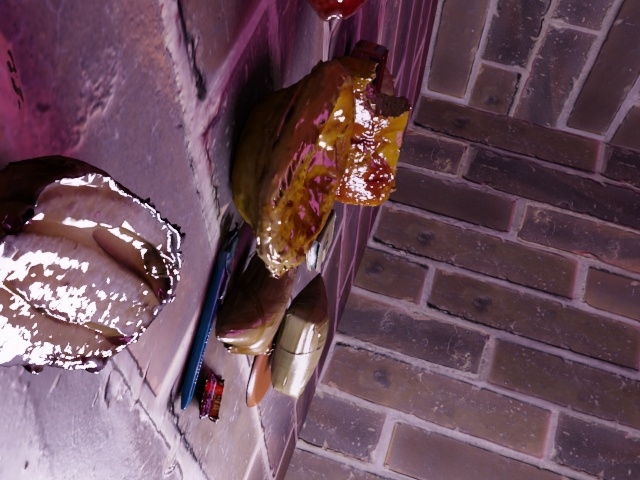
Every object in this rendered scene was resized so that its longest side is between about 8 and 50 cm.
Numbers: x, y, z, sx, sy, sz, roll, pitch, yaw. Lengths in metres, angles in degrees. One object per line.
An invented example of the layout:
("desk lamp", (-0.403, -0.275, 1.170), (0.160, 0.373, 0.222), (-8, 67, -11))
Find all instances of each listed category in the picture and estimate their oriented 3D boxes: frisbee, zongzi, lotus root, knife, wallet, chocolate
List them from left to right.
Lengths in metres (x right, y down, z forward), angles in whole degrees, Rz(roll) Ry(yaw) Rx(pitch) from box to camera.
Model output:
("lotus root", (-0.198, 0.022, 0.581), (0.167, 0.078, 0.329), (-48, 168, -11))
("knife", (-0.166, 0.116, 1.095), (0.044, 0.026, 0.297), (-115, -139, -85))
("chocolate", (-0.188, 0.272, 1.249), (0.182, 0.028, 0.086), (77, 23, -75))
("zongzi", (-0.111, 0.092, 1.183), (0.197, 0.099, 0.195), (58, 50, -73))
("frisbee", (-0.121, 0.272, 1.701), (0.251, 0.021, 0.251), (17, 90, -80))
("zongzi", (-0.044, 0.217, 1.715), (0.256, 0.114, 0.228), (-78, -177, -66))
("wallet", (0.000, 0.000, 1.884), (0.155, 0.039, 0.110), (-63, 163, -52))

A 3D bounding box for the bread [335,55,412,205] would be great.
("bread", (0.097, -0.227, 1.592), (0.380, 0.185, 0.109), (95, 8, -50))

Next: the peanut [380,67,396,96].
("peanut", (0.123, -0.316, 1.835), (0.101, 0.117, 0.263), (7, 103, -60))

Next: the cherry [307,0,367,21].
("cherry", (0.039, -0.399, 0.829), (0.230, 0.202, 0.300), (36, 72, -85))

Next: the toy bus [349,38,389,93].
("toy bus", (0.091, -0.334, 1.640), (0.073, 0.096, 0.235), (-60, 163, -48))

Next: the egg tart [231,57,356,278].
("egg tart", (-0.046, -0.115, 1.082), (0.341, 0.129, 0.341), (18, 90, -81))
